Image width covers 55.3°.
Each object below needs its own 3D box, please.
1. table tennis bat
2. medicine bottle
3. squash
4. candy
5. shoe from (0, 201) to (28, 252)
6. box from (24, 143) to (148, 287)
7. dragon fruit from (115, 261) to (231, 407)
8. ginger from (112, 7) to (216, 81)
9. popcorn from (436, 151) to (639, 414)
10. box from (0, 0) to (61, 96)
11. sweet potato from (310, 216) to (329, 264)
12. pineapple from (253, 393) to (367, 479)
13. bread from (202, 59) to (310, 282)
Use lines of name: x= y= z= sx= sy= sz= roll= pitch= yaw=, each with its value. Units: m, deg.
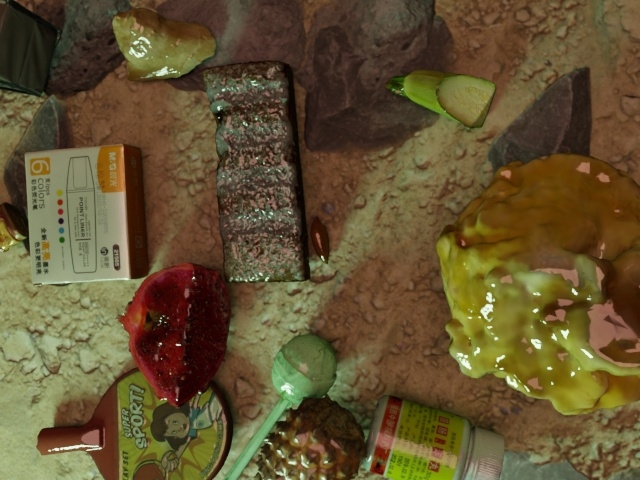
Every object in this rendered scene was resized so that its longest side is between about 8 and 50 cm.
table tennis bat: x=-0.368 y=0.382 z=1.210 sx=0.414 sy=0.051 sz=0.268 roll=-8 pitch=77 yaw=12
medicine bottle: x=0.196 y=0.368 z=1.077 sx=0.225 sy=0.139 sz=0.139 roll=15 pitch=92 yaw=10
squash: x=0.213 y=-0.271 z=1.117 sx=0.200 sy=0.075 sz=0.090 roll=18 pitch=118 yaw=11
candy: x=-0.109 y=0.368 z=1.160 sx=0.119 sy=0.119 sz=0.440 roll=34 pitch=102 yaw=9
shoe: x=-0.656 y=-0.030 z=1.261 sx=0.069 sy=0.072 sz=0.109 roll=-44 pitch=83 yaw=1
box: x=-0.466 y=-0.051 z=1.220 sx=0.220 sy=0.091 sz=0.274 roll=-5 pitch=89 yaw=9
dragon fruit: x=-0.283 y=0.152 z=1.168 sx=0.211 sy=0.134 sz=0.262 roll=14 pitch=98 yaw=24
ginger: x=-0.308 y=-0.400 z=1.191 sx=0.193 sy=0.123 sz=0.115 roll=-10 pitch=67 yaw=4
popcorn: x=0.374 y=0.073 z=0.968 sx=0.344 sy=0.354 sz=0.390 roll=-17 pitch=43 yaw=29
box: x=-0.689 y=-0.391 z=1.217 sx=0.252 sy=0.188 sz=0.153 roll=11 pitch=91 yaw=7
sweet potato: x=0.000 y=0.000 z=1.169 sx=0.034 sy=0.034 sz=0.095 roll=-16 pitch=84 yaw=9
pineapple: x=-0.060 y=0.437 z=1.071 sx=0.175 sy=0.175 sz=0.361 roll=35 pitch=108 yaw=8
bread: x=-0.116 y=-0.124 z=1.152 sx=0.165 sy=0.113 sz=0.417 roll=-6 pitch=89 yaw=11
